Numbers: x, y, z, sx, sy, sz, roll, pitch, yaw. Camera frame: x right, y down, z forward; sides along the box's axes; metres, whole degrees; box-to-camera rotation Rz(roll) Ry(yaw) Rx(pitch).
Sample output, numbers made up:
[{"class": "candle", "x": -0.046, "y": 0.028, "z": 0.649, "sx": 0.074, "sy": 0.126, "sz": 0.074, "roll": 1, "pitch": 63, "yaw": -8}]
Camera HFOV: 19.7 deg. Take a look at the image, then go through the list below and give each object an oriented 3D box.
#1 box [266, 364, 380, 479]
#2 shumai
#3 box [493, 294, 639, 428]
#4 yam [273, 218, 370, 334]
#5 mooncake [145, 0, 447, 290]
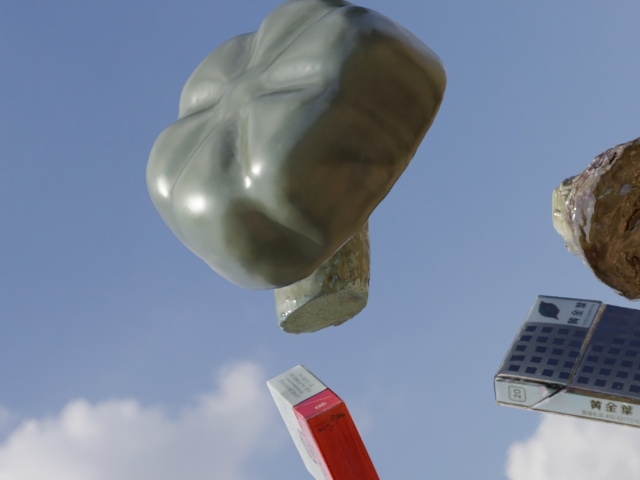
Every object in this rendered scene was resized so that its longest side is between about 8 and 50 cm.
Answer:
[{"class": "box", "x": 0.004, "y": 0.180, "z": 1.693, "sx": 0.048, "sy": 0.100, "sz": 0.152, "roll": -28, "pitch": 15, "yaw": -7}, {"class": "shumai", "x": 0.206, "y": -0.027, "z": 1.217, "sx": 0.139, "sy": 0.105, "sz": 0.123, "roll": -7, "pitch": -56, "yaw": -62}, {"class": "box", "x": 0.378, "y": 0.147, "z": 2.099, "sx": 0.180, "sy": 0.325, "sz": 0.047, "roll": -54, "pitch": -34, "yaw": -50}, {"class": "yam", "x": 0.000, "y": 0.000, "z": 1.934, "sx": 0.107, "sy": 0.107, "sz": 0.194, "roll": 69, "pitch": -162, "yaw": -64}, {"class": "mooncake", "x": -0.028, "y": -0.087, "z": 1.532, "sx": 0.135, "sy": 0.275, "sz": 0.275, "roll": 40, "pitch": -95, "yaw": -26}]
